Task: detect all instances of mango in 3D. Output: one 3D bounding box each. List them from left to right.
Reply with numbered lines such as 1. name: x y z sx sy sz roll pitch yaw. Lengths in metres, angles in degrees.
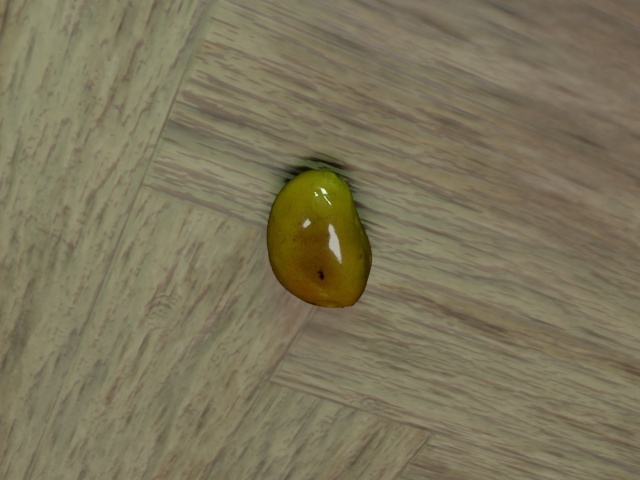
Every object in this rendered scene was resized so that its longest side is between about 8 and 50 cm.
1. mango: 0.000 0.000 0.683 0.080 0.060 0.114 13 135 13
